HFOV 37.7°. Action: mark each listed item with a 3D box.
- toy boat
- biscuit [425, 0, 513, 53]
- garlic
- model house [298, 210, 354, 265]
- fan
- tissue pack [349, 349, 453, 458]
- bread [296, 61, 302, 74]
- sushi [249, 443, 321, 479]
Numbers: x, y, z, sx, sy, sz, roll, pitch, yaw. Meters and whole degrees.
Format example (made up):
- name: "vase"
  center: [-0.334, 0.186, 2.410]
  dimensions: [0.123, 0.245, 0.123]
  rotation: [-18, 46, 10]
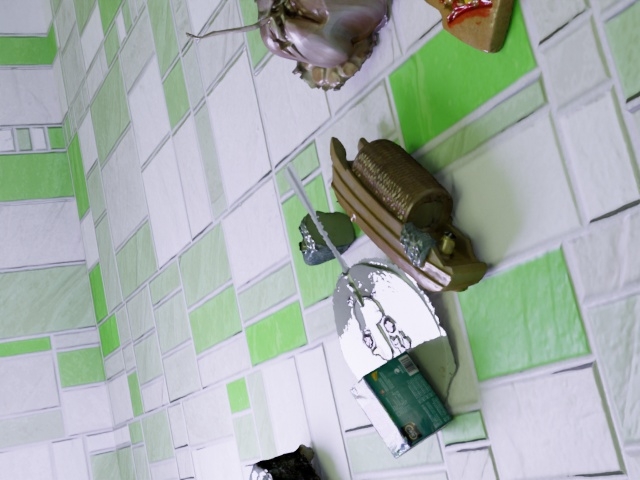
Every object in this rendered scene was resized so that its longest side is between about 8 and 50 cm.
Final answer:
- name: "toy boat"
  center: [0.104, -0.048, 1.203]
  dimensions: [0.310, 0.089, 0.115]
  rotation: [50, 135, 47]
- name: "biscuit"
  center: [0.166, -0.327, 1.082]
  dimensions: [0.212, 0.041, 0.238]
  rotation: [-30, 69, 58]
- name: "garlic"
  center: [-0.039, -0.283, 1.292]
  dimensions: [0.207, 0.257, 0.207]
  rotation: [55, 172, 11]
- name: "model house"
  center: [0.000, 0.000, 1.421]
  dimensions: [0.083, 0.079, 0.066]
  rotation: [-49, 51, 56]
- name: "fan"
  center: [0.047, 0.067, 1.313]
  dimensions: [0.414, 0.012, 0.233]
  rotation: [58, 141, 16]
- name: "tissue pack"
  center: [0.102, 0.221, 1.241]
  dimensions: [0.111, 0.085, 0.079]
  rotation: [55, 146, 16]
- name: "bread"
  center: [-0.006, -0.279, 1.410]
  dimensions: [0.083, 0.046, 0.081]
  rotation: [116, 144, -48]
- name: "sushi"
  center: [-0.038, 0.456, 1.549]
  dimensions: [0.212, 0.115, 0.147]
  rotation: [51, 135, 48]
